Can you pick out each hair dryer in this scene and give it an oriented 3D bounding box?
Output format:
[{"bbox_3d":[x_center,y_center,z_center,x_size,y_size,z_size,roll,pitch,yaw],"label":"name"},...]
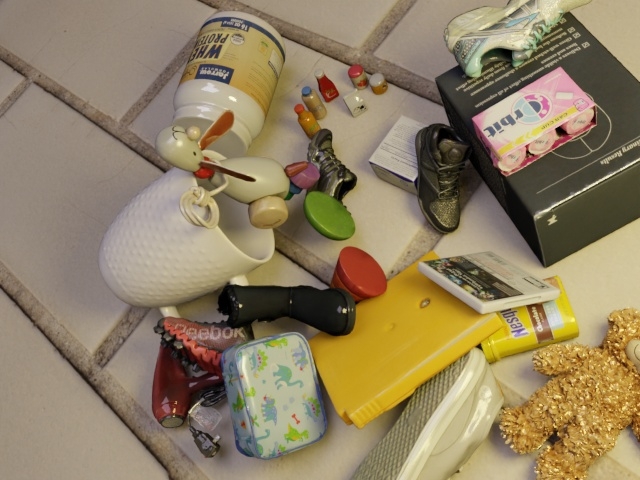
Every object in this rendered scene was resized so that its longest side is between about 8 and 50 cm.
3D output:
[{"bbox_3d":[-0.250,0.310,1.487,0.293,0.080,0.223,29,59,29],"label":"hair dryer"}]

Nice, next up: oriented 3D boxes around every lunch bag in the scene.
[{"bbox_3d":[-0.084,0.289,1.321,0.090,0.176,0.219,-19,84,55],"label":"lunch bag"}]

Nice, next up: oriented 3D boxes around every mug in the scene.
[{"bbox_3d":[-0.290,0.043,1.541,0.328,0.276,0.374,-29,84,20],"label":"mug"}]

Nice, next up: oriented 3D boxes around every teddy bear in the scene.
[{"bbox_3d":[0.458,0.261,1.166,0.338,0.113,0.245,-27,58,8],"label":"teddy bear"}]

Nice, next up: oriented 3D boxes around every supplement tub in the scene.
[{"bbox_3d":[-0.229,-0.380,1.748,0.228,0.228,0.316,3,64,25],"label":"supplement tub"}]

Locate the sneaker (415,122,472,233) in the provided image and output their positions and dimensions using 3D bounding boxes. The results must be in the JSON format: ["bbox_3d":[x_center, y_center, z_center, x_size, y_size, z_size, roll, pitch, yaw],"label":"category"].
[{"bbox_3d":[0.251,-0.128,1.422,0.087,0.130,0.227,-5,89,-12],"label":"sneaker"}]

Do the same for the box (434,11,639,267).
[{"bbox_3d":[0.453,-0.204,1.363,0.293,0.212,0.395,-29,55,6],"label":"box"}]

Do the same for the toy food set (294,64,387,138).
[{"bbox_3d":[0.039,-0.358,1.692,0.232,0.104,0.111,-31,55,6],"label":"toy food set"}]

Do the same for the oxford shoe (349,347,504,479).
[{"bbox_3d":[0.168,0.387,1.211,0.449,0.130,0.169,-51,14,-8],"label":"oxford shoe"}]

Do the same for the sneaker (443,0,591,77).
[{"bbox_3d":[0.384,-0.392,1.324,0.283,0.110,0.122,-22,73,15],"label":"sneaker"}]

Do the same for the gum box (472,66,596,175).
[{"bbox_3d":[0.369,-0.206,1.233,0.188,0.062,0.107,-30,55,6],"label":"gum box"}]

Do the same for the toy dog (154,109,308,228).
[{"bbox_3d":[-0.150,-0.148,1.398,0.161,0.333,0.220,-33,75,24],"label":"toy dog"}]

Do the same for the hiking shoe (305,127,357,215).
[{"bbox_3d":[0.031,-0.151,1.605,0.114,0.086,0.227,-3,72,15],"label":"hiking shoe"}]

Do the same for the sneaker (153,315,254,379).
[{"bbox_3d":[-0.212,0.212,1.450,0.276,0.097,0.135,22,56,23],"label":"sneaker"}]

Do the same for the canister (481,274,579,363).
[{"bbox_3d":[0.371,0.142,1.291,0.170,0.073,0.126,-18,56,12],"label":"canister"}]

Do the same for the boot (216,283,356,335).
[{"bbox_3d":[-0.073,0.135,1.366,0.246,0.207,0.094,11,100,61],"label":"boot"}]

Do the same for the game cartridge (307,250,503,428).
[{"bbox_3d":[0.142,0.178,1.313,0.323,0.053,0.285,-37,25,3],"label":"game cartridge"}]

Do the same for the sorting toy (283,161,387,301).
[{"bbox_3d":[0.000,0.000,1.480,0.126,0.127,0.365,-48,56,31],"label":"sorting toy"}]

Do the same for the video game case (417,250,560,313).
[{"bbox_3d":[0.298,0.071,1.264,0.173,0.022,0.190,-7,24,-26],"label":"video game case"}]

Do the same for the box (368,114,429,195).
[{"bbox_3d":[0.200,-0.186,1.547,0.126,0.072,0.137,29,77,32],"label":"box"}]
